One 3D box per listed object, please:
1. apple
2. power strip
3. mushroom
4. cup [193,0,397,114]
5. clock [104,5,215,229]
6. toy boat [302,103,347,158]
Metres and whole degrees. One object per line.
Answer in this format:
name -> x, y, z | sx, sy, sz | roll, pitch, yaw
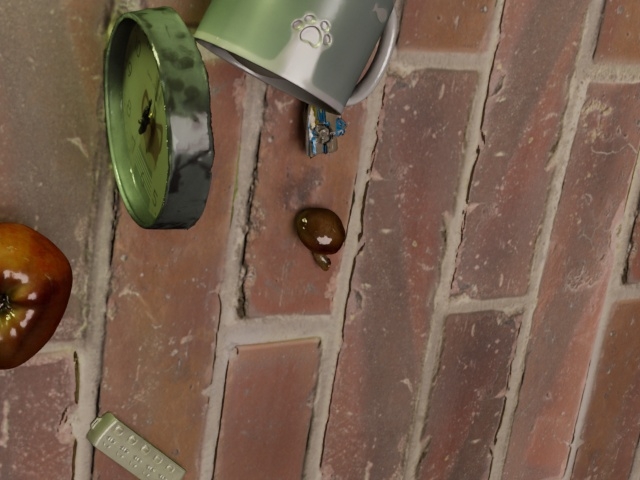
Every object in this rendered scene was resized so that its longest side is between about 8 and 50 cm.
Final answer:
apple -> -0.474, 0.081, 1.645 | 0.234, 0.234, 0.234 | -14, 116, -29
power strip -> -0.314, 0.386, 1.998 | 0.060, 0.027, 0.253 | -49, 128, -8
mushroom -> 0.009, -0.001, 2.030 | 0.088, 0.072, 0.130 | -56, 139, -41
cup -> 0.010, -0.357, 1.774 | 0.356, 0.259, 0.275 | 24, 95, -50
clock -> -0.239, -0.172, 1.633 | 0.067, 0.325, 0.325 | -8, 114, -25
toy boat -> 0.000, -0.243, 1.932 | 0.084, 0.066, 0.210 | -31, 121, -61
